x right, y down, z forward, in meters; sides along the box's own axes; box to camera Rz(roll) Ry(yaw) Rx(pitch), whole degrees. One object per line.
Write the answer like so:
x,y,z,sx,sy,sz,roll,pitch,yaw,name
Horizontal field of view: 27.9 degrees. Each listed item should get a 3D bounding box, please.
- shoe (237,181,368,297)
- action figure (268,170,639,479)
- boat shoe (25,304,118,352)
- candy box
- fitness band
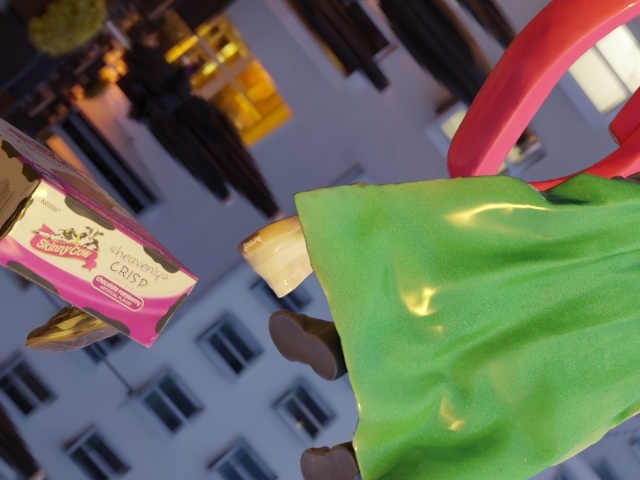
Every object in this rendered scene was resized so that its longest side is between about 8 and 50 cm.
0.000,0.000,1.164,0.076,0.058,0.219,-39,173,31,shoe
0.093,0.022,0.463,0.232,0.137,0.063,-17,-166,-32,action figure
-0.309,0.106,1.623,0.152,0.056,0.049,-16,-115,28,boat shoe
-0.216,-0.023,1.017,0.071,0.159,0.233,-54,-142,0,candy box
0.217,-0.114,1.032,0.209,0.054,0.291,-8,147,-27,fitness band
